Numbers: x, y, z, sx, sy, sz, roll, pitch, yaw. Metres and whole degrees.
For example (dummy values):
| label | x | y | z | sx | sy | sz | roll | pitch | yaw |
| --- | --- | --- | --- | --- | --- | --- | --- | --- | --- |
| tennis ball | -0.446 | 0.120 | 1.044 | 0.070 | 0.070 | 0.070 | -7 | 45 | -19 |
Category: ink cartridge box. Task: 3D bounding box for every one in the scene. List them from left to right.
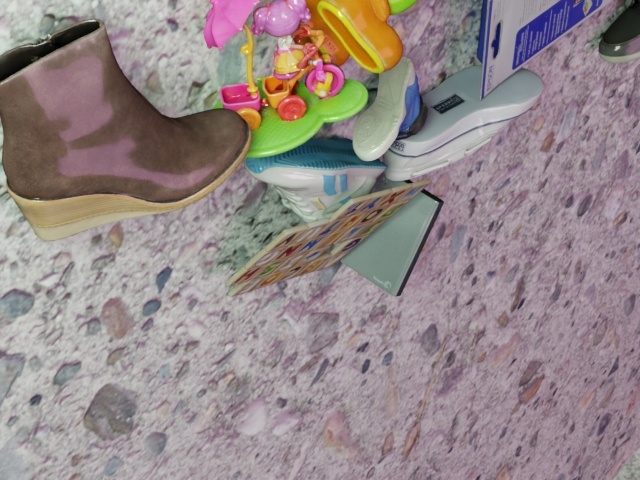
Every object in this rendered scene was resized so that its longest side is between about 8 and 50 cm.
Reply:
| label | x | y | z | sx | sy | sz | roll | pitch | yaw |
| --- | --- | --- | --- | --- | --- | --- | --- | --- | --- |
| ink cartridge box | 0.286 | -0.325 | 2.119 | 0.332 | 0.065 | 0.165 | -37 | 146 | -33 |

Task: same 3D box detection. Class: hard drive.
| label | x | y | z | sx | sy | sz | roll | pitch | yaw |
| --- | --- | --- | --- | --- | --- | --- | --- | --- | --- |
| hard drive | 0.088 | -0.011 | 2.099 | 0.022 | 0.094 | 0.135 | -4 | 122 | -56 |

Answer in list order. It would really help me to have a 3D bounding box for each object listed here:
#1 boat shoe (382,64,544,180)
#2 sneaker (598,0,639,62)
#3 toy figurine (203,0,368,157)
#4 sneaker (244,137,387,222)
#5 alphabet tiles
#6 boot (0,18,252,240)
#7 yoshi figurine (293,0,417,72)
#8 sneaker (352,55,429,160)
| label | x | y | z | sx | sy | sz | roll | pitch | yaw |
| --- | --- | --- | --- | --- | --- | --- | --- | --- | --- |
| boat shoe | 0.173 | -0.149 | 2.111 | 0.258 | 0.095 | 0.084 | -22 | 141 | -31 |
| sneaker | 0.465 | -0.352 | 2.371 | 0.222 | 0.083 | 0.118 | -40 | 129 | -15 |
| toy figurine | -0.048 | -0.188 | 1.680 | 0.173 | 0.130 | 0.159 | -13 | 129 | 0 |
| sneaker | -0.011 | -0.066 | 1.905 | 0.228 | 0.087 | 0.092 | 5 | 120 | -55 |
| alphabet tiles | 0.000 | 0.000 | 1.969 | 0.237 | 0.009 | 0.198 | -17 | 161 | -50 |
| boot | -0.180 | -0.116 | 1.555 | 0.248 | 0.090 | 0.207 | -25 | 138 | -19 |
| yoshi figurine | 0.133 | -0.318 | 1.783 | 0.362 | 0.203 | 0.203 | -51 | 167 | -14 |
| sneaker | 0.084 | -0.134 | 1.962 | 0.085 | 0.058 | 0.152 | 64 | 34 | -46 |
